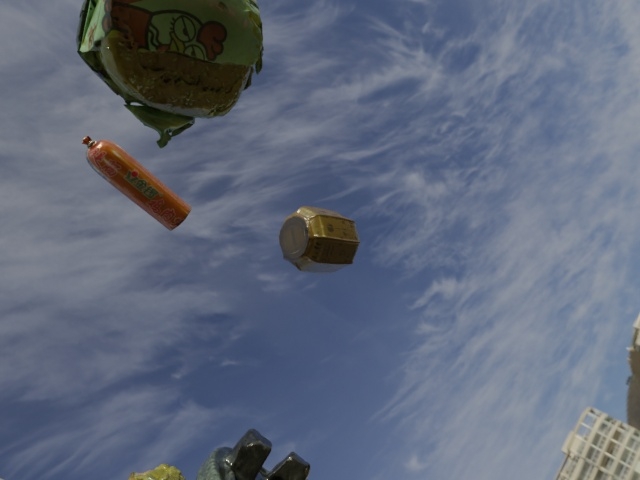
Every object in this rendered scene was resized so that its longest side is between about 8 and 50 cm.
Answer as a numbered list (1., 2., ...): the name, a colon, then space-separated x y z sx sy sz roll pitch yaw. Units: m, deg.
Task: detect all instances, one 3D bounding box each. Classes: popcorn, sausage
1. popcorn: -0.347 0.534 0.829 0.145 0.125 0.126 -35 -72 -36
2. sausage: -0.374 -0.118 0.817 0.234 0.071 0.071 44 -104 -28

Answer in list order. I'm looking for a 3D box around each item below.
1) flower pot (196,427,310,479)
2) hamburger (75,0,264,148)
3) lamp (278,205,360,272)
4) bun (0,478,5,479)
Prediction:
1. flower pot: -0.128 0.513 0.701 0.283 0.299 0.299 -46 -54 -13
2. hamburger: -0.184 -0.229 0.513 0.214 0.125 0.236 15 -75 -38
3. lamp: 0.000 0.000 1.001 0.184 0.161 0.162 10 -82 -47
4. bun: -0.563 0.478 0.643 0.172 0.119 0.173 25 -118 -60
